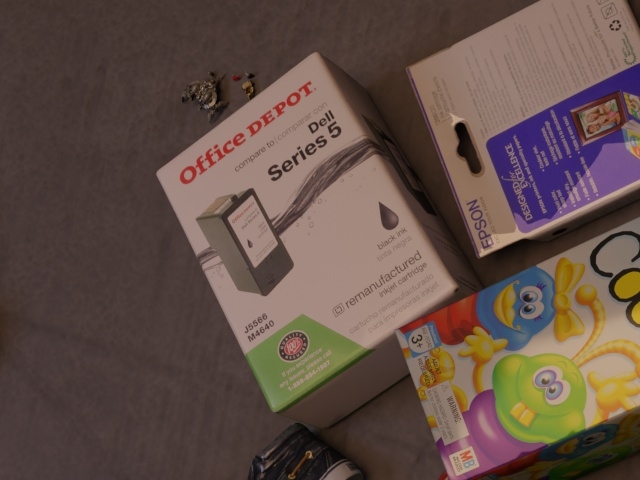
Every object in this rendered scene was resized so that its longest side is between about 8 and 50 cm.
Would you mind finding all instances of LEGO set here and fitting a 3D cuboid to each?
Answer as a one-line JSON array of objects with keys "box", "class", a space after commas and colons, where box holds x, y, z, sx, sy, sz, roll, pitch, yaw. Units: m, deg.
[{"box": [-0.107, -0.151, 1.506, 0.083, 0.023, 0.054, -26, 66, 18], "class": "LEGO set"}]

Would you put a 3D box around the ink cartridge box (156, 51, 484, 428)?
[{"box": [0.000, 0.000, 1.360, 0.198, 0.115, 0.273, -36, 64, 13], "class": "ink cartridge box"}]

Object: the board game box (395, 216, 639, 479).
[{"box": [0.225, 0.091, 1.201, 0.275, 0.142, 0.144, -26, 65, 14], "class": "board game box"}]

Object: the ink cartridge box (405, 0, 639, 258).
[{"box": [0.203, -0.110, 1.331, 0.208, 0.045, 0.206, -25, 67, 17], "class": "ink cartridge box"}]

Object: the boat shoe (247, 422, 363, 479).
[{"box": [-0.046, 0.254, 1.347, 0.083, 0.065, 0.183, 38, 88, 30], "class": "boat shoe"}]

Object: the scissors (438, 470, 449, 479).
[{"box": [0.204, 0.278, 1.242, 0.297, 0.021, 0.109, 21, 83, 28], "class": "scissors"}]
